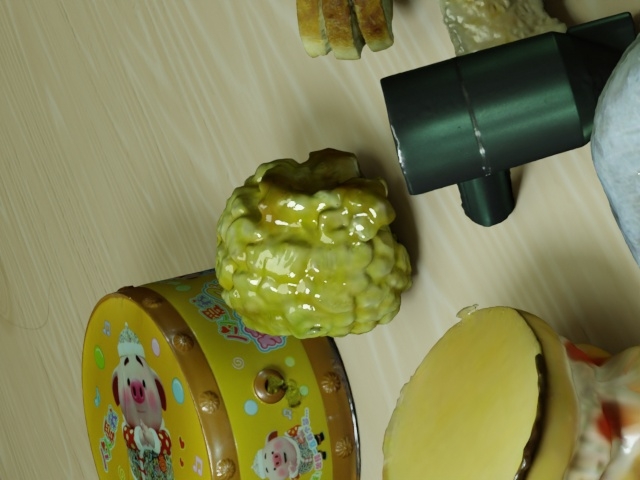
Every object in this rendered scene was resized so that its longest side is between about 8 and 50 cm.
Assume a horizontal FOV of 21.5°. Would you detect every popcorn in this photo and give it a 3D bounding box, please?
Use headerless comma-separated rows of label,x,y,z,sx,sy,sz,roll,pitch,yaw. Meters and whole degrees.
popcorn,0.000,0.000,1.940,0.251,0.206,0.237,-51,41,40

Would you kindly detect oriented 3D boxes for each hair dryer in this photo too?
hair dryer,0.200,-0.096,1.637,0.302,0.244,0.116,64,-167,-69

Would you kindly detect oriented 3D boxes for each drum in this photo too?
drum,-0.145,0.247,2.250,0.431,0.214,0.431,29,124,53

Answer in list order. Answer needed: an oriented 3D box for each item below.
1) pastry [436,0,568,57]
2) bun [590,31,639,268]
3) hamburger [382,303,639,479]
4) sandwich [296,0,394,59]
pastry,0.149,-0.262,1.661,0.089,0.121,0.258,89,157,-69
bun,0.370,-0.050,1.210,0.362,0.211,0.362,21,142,18
hamburger,0.211,0.193,1.625,0.303,0.186,0.261,-56,28,32
sandwich,0.027,-0.359,1.809,0.254,0.099,0.288,78,-167,-56
